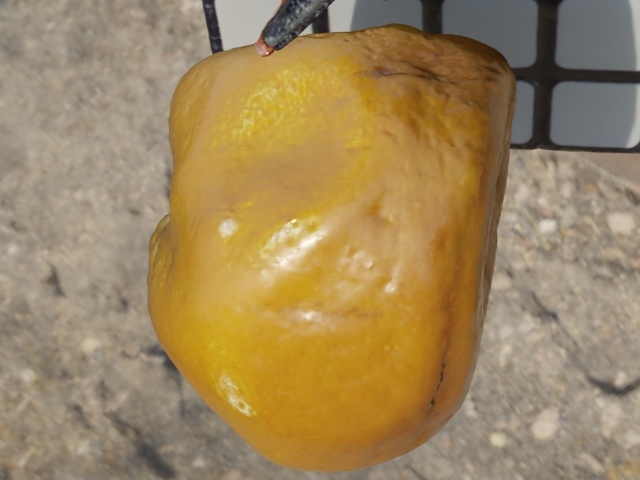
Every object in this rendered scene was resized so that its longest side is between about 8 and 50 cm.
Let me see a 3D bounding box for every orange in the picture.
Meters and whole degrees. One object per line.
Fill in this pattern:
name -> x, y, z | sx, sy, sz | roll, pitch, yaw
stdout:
orange -> 0.000, 0.000, 0.714 | 0.183, 0.249, 0.249 | 10, 58, 9

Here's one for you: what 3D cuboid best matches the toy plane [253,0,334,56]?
toy plane -> 0.039, -0.114, 0.394 | 0.189, 0.130, 0.061 | -49, 33, 25

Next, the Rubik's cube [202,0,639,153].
Rubik's cube -> 0.096, -0.299, 1.027 | 0.343, 0.337, 0.345 | 2, 53, 9
